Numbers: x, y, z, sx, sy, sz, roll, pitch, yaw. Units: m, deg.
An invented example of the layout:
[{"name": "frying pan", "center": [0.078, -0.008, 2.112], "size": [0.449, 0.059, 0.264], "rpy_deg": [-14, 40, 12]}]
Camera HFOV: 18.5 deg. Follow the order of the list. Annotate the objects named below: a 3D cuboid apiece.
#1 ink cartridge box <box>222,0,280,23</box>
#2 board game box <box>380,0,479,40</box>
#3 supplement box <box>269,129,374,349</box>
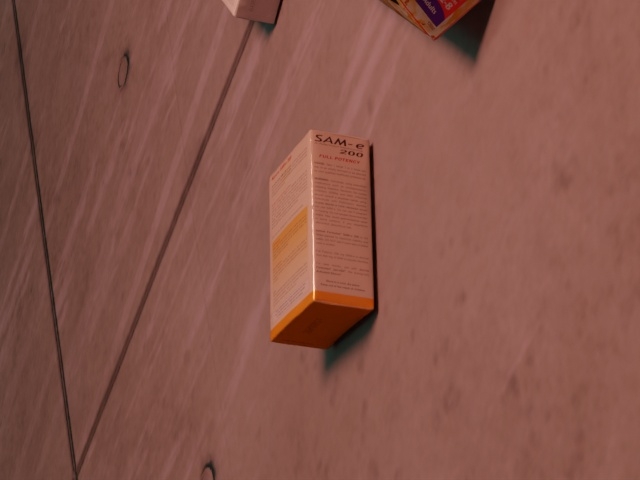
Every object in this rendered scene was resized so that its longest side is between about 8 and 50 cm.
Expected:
[{"name": "ink cartridge box", "center": [-0.048, -0.185, 1.244], "size": [0.115, 0.029, 0.063], "rpy_deg": [-123, 45, -61]}, {"name": "board game box", "center": [-0.010, -0.194, 0.939], "size": [0.045, 0.193, 0.147], "rpy_deg": [-41, 27, 0]}, {"name": "supplement box", "center": [0.000, 0.000, 1.033], "size": [0.062, 0.036, 0.098], "rpy_deg": [135, 139, -58]}]
